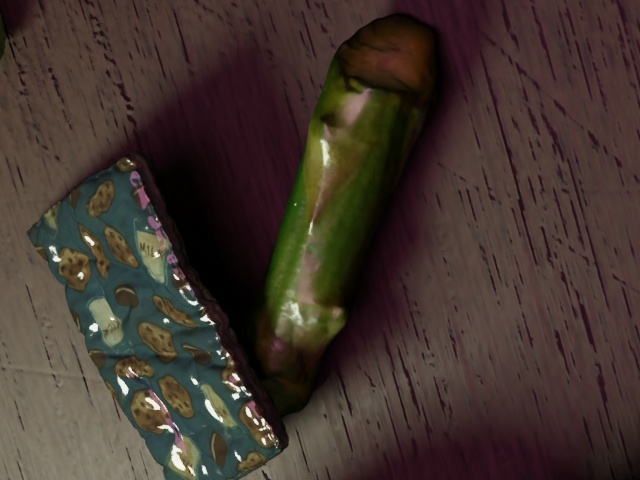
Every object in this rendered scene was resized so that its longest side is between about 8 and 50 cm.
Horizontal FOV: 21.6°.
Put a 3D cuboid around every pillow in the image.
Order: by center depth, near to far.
[{"bbox_3d":[-0.126,0.072,1.273,0.189,0.034,0.255,-31,88,52],"label":"pillow"}]

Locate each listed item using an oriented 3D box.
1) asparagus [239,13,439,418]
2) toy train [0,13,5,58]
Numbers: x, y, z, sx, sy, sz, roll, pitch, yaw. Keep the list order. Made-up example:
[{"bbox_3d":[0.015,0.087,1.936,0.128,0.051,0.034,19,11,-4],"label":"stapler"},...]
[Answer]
[{"bbox_3d":[0.002,0.001,1.218,0.082,0.085,0.343,19,108,-7],"label":"asparagus"},{"bbox_3d":[-0.386,-0.182,1.335,0.307,0.126,0.189,-16,127,25],"label":"toy train"}]
